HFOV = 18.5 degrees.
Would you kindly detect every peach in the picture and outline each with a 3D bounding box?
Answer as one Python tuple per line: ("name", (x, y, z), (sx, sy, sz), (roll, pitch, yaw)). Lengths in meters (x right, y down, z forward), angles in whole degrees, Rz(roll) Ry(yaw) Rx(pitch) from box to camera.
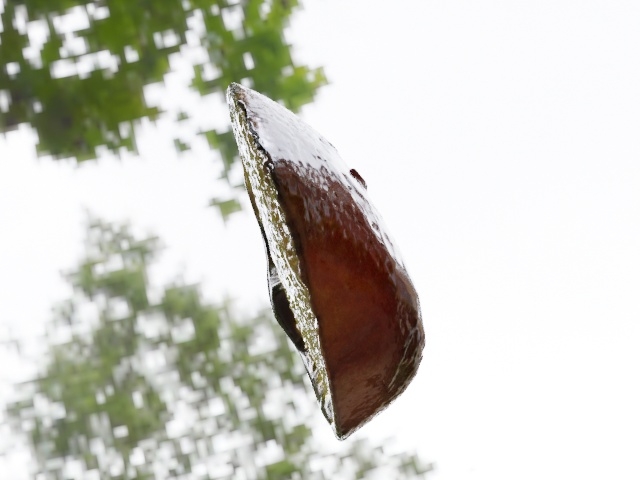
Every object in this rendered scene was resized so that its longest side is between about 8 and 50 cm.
("peach", (0.004, -0.001, 1.027), (0.068, 0.189, 0.279), (-22, -18, -6))
